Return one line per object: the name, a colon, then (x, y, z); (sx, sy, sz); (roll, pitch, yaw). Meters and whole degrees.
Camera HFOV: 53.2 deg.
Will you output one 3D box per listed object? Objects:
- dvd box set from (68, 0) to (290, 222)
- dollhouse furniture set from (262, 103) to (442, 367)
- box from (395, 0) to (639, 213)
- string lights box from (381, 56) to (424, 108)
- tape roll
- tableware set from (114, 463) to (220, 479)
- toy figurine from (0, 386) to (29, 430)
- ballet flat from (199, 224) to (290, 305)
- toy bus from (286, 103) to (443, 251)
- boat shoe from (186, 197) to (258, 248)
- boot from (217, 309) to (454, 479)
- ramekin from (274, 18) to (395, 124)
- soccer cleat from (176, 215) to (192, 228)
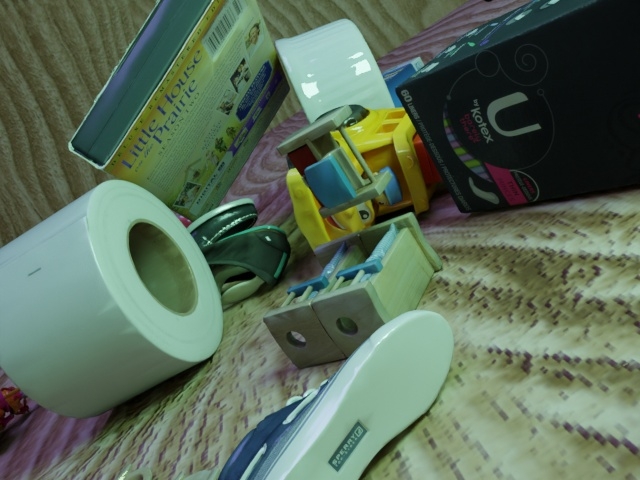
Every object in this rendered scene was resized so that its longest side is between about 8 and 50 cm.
dvd box set: (-0.175, -0.192, 0.952); (0.308, 0.062, 0.420); (-59, -9, -3)
dollhouse furniture set: (0.000, 0.000, 0.598); (0.129, 0.184, 0.129); (-21, 20, 37)
box: (0.234, -0.144, 0.606); (0.143, 0.165, 0.270); (-43, 18, -32)
string lights box: (0.133, -0.325, 1.508); (0.259, 0.077, 0.133); (-42, 19, -28)
tape roll: (-0.257, 0.071, 0.783); (0.169, 0.246, 0.246); (-28, 16, 14)
tableware set: (-0.162, 0.237, 0.512); (0.168, 0.020, 0.141); (-18, 22, 43)
toy figurine: (-0.470, 0.240, 1.001); (0.159, 0.130, 0.173); (-29, -16, -42)
ballet flat: (-0.165, 0.049, 0.932); (0.280, 0.095, 0.096); (-15, 60, 37)
toy bus: (0.089, -0.087, 0.811); (0.211, 0.149, 0.220); (-5, 30, 28)
boat shoe: (-0.224, 0.041, 1.104); (0.302, 0.091, 0.114); (-35, -16, -1)
boot: (0.008, 0.116, 0.445); (0.190, 0.069, 0.086); (-43, 21, -25)
ramekin: (0.038, -0.238, 1.095); (0.135, 0.277, 0.277); (-25, 16, 4)
soccer cleat: (-0.322, -0.013, 1.472); (0.248, 0.083, 0.095); (-24, 13, 38)
